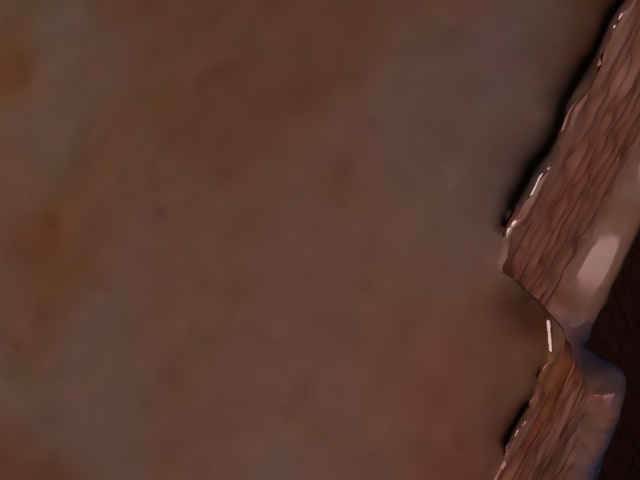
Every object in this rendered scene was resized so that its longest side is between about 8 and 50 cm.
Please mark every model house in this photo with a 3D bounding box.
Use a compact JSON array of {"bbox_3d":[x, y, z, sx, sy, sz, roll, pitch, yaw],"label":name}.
[{"bbox_3d":[0.000,0.000,0.841,0.445,0.395,0.400,-64,156,-4],"label":"model house"}]
